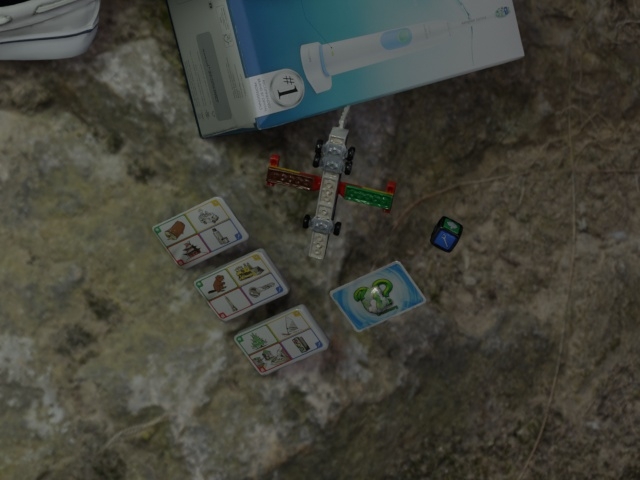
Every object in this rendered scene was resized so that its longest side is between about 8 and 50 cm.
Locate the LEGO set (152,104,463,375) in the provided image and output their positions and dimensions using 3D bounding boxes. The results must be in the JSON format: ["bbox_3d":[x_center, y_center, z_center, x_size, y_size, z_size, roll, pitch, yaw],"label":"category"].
[{"bbox_3d":[0.000,0.000,1.465,0.182,0.244,0.060,54,28,-20],"label":"LEGO set"}]

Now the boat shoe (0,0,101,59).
[{"bbox_3d":[-0.294,-0.194,1.325,0.258,0.095,0.084,-13,139,-38],"label":"boat shoe"}]

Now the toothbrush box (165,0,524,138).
[{"bbox_3d":[0.017,-0.232,1.494,0.295,0.126,0.216,-19,99,-28],"label":"toothbrush box"}]
